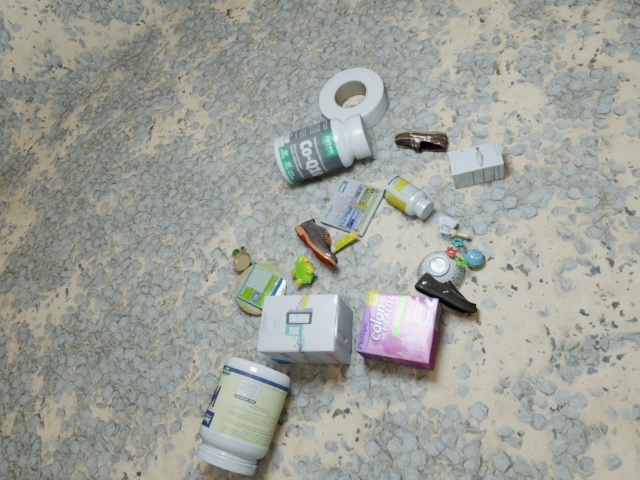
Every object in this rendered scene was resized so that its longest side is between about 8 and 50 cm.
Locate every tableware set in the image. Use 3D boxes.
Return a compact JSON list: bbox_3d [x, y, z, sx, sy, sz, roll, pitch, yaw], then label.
[{"bbox_3d":[-0.305,0.087,2.061,0.104,0.024,0.154,-23,60,10],"label":"tableware set"}]

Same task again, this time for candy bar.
[{"bbox_3d":[0.070,0.019,1.941,0.161,0.018,0.040,-37,55,12],"label":"candy bar"}]

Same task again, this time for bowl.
[{"bbox_3d":[0.408,0.099,1.749,0.170,0.080,0.170,-8,63,16],"label":"bowl"}]

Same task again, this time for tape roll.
[{"bbox_3d":[0.140,-0.594,2.177,0.286,0.100,0.286,-9,63,18],"label":"tape roll"}]

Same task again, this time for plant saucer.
[{"bbox_3d":[-0.312,0.085,2.044,0.083,0.015,0.083,-10,63,21],"label":"plant saucer"}]

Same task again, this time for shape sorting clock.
[{"bbox_3d":[-0.231,0.185,1.974,0.206,0.040,0.206,-7,64,14],"label":"shape sorting clock"}]

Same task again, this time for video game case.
[{"bbox_3d":[0.126,-0.134,2.004,0.193,0.023,0.212,20,73,28],"label":"video game case"}]

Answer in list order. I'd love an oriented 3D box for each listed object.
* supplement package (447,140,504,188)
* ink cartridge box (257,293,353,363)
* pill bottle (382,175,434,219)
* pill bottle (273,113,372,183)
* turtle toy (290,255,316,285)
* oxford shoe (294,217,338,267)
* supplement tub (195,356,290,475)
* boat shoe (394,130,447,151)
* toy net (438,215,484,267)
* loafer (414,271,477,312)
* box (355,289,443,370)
[{"bbox_3d":[0.564,-0.273,1.854,0.179,0.105,0.105,-12,61,15],"label":"supplement package"},{"bbox_3d":[-0.044,0.308,1.752,0.270,0.198,0.197,-3,64,18],"label":"ink cartridge box"},{"bbox_3d":[0.325,-0.156,1.890,0.103,0.103,0.184,-48,59,-6],"label":"pill bottle"},{"bbox_3d":[0.013,-0.371,2.055,0.361,0.204,0.204,-16,61,14],"label":"pill bottle"},{"bbox_3d":[-0.061,0.109,1.931,0.095,0.066,0.130,-44,53,24],"label":"turtle toy"},{"bbox_3d":[0.000,0.000,1.928,0.098,0.097,0.271,-38,48,-6],"label":"oxford shoe"},{"bbox_3d":[-0.254,0.572,1.682,0.235,0.235,0.324,11,70,25],"label":"supplement tub"},{"bbox_3d":[0.388,-0.383,1.994,0.207,0.073,0.073,2,64,22],"label":"boat shoe"},{"bbox_3d":[0.466,0.007,1.778,0.122,0.045,0.232,-19,49,-14],"label":"toy net"},{"bbox_3d":[0.419,0.169,1.667,0.220,0.080,0.078,27,78,-4],"label":"loafer"},{"bbox_3d":[0.263,0.293,1.688,0.243,0.117,0.213,5,68,24],"label":"box"}]
